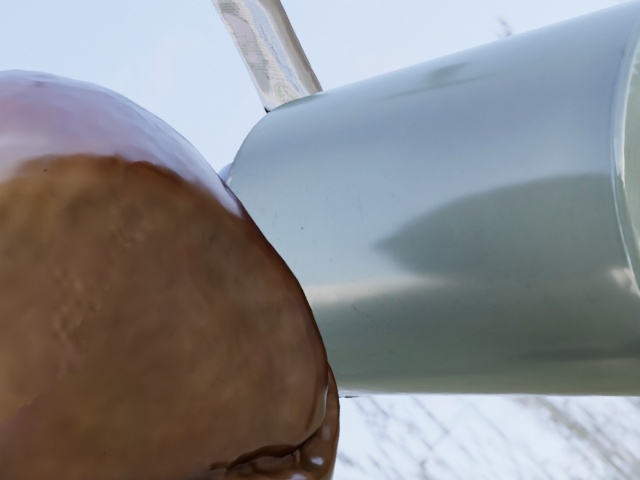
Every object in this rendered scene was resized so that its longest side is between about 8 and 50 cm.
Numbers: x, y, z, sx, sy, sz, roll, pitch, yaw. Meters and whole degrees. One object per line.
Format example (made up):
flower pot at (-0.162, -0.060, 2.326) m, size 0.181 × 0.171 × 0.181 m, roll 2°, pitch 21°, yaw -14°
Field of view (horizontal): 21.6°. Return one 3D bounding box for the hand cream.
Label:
hand cream at (-0.077, -0.258, 1.901) m, size 0.076 × 0.121 × 0.336 m, roll -48°, pitch -48°, yaw -26°

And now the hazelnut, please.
hazelnut at (-0.161, 0.074, 0.944) m, size 0.315 × 0.372 × 0.372 m, roll -20°, pitch -40°, yaw -8°

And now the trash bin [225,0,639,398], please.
trash bin at (0.163, -0.018, 1.189) m, size 0.280 × 0.432 × 0.280 m, roll 10°, pitch -104°, yaw -46°

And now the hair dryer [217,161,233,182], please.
hair dryer at (0.000, 0.000, 1.570) m, size 0.128 × 0.255 × 0.070 m, roll -52°, pitch -23°, yaw -66°
